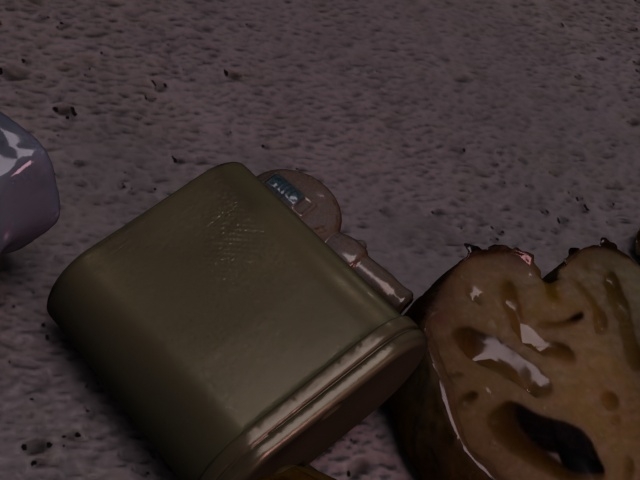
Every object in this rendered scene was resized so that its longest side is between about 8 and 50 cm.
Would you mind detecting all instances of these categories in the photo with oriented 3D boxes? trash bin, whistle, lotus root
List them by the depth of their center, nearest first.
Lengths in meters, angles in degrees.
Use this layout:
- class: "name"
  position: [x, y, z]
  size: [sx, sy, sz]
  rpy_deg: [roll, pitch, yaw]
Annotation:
- class: "trash bin"
  position: [-0.075, 0.080, 1.034]
  size: [0.243, 0.121, 0.247]
  rpy_deg: [-37, 68, -22]
- class: "lotus root"
  position: [0.255, 0.168, 1.135]
  size: [0.390, 0.111, 0.375]
  rpy_deg: [8, 51, -22]
- class: "whistle"
  position: [0.000, 0.000, 1.192]
  size: [0.220, 0.057, 0.107]
  rpy_deg: [40, 49, 13]

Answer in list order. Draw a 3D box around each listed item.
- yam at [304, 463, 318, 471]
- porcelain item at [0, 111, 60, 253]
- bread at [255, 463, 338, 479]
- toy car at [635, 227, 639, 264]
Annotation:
- class: "yam"
  position: [0.073, 0.316, 0.957]
  size: [0.067, 0.071, 0.317]
  rpy_deg: [-41, 72, -3]
- class: "porcelain item"
  position: [-0.389, 0.048, 0.905]
  size: [0.242, 0.178, 0.405]
  rpy_deg: [33, 50, 4]
- class: "bread"
  position: [0.005, 0.312, 0.704]
  size: [0.277, 0.167, 0.324]
  rpy_deg: [-35, 47, -29]
- class: "toy car"
  position: [0.417, 0.024, 1.369]
  size: [0.122, 0.035, 0.059]
  rpy_deg: [31, 43, 6]
